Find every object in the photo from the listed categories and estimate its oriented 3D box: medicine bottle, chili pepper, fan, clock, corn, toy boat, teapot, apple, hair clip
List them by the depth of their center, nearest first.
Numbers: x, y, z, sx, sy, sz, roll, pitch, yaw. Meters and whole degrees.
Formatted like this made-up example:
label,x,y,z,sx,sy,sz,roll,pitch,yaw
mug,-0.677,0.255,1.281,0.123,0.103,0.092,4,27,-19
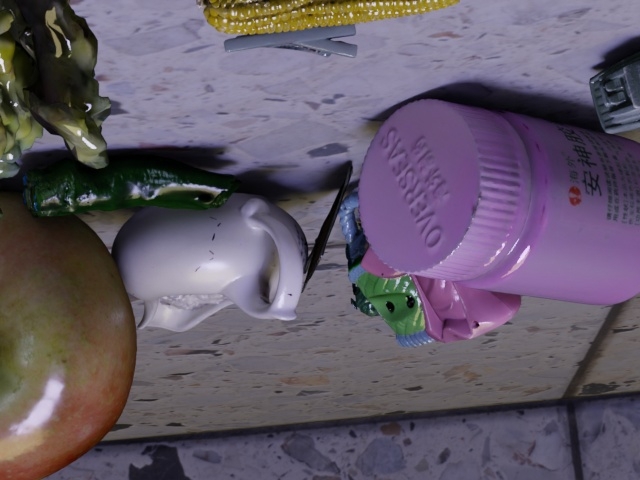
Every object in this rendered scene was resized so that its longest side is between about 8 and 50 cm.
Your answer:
label,x,y,z,sx,sy,sz,roll,pitch,yaw
corn,0.008,-0.191,1.364,0.203,0.072,0.072,-6,165,-3
hair clip,-0.029,-0.165,1.521,0.115,0.030,0.039,2,165,-26
toy boat,0.333,-0.152,1.598,0.085,0.078,0.260,-12,175,-39
medicine bottle,0.196,-0.035,1.806,0.290,0.178,0.178,9,160,-40
chili pepper,-0.182,-0.056,1.826,0.224,0.061,0.098,-4,179,-15
apple,-0.338,0.104,1.897,0.319,0.319,0.277,-8,175,11
teapot,-0.111,0.026,1.952,0.208,0.166,0.299,15,175,-30
clock,0.101,0.013,1.960,0.100,0.195,0.194,-41,-162,-34
fan,0.000,0.000,1.981,0.009,0.132,0.220,22,161,-2

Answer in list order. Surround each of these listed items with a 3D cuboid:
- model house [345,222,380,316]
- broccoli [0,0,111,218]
label,x,y,z,sx,sy,sz,roll,pitch,yaw
model house,0.126,0.011,2.106,0.148,0.119,0.148,6,154,-36
broccoli,-0.293,-0.101,1.159,0.272,0.324,0.334,-52,178,43
